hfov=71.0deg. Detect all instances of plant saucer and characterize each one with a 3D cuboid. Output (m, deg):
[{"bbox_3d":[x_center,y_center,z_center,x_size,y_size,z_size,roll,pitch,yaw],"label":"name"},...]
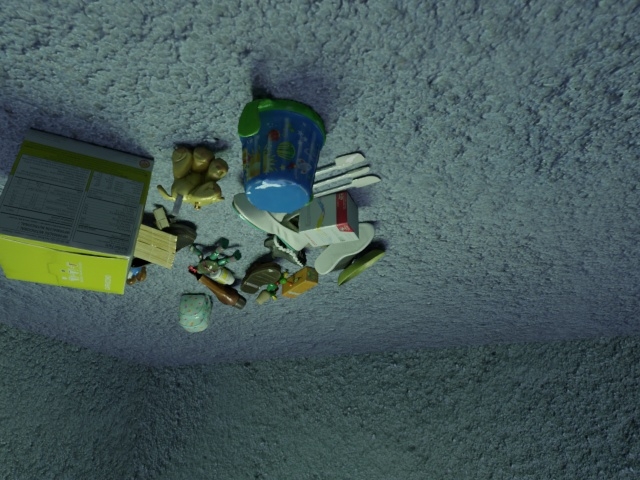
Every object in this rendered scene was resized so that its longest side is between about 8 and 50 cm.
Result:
[{"bbox_3d":[0.160,0.104,1.838,0.240,0.037,0.241,-34,169,-8],"label":"plant saucer"}]

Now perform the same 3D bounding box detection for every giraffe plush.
[{"bbox_3d":[-0.361,-0.160,1.338,0.181,0.210,0.170,32,178,5],"label":"giraffe plush"}]

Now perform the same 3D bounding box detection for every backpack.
[{"bbox_3d":[-0.664,0.380,2.361,0.165,0.189,0.144,0,153,4],"label":"backpack"}]

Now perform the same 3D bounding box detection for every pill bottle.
[{"bbox_3d":[-0.449,0.161,2.059,0.065,0.065,0.116,-12,149,25],"label":"pill bottle"}]

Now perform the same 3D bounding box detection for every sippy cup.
[{"bbox_3d":[-0.105,-0.201,1.163,0.305,0.224,0.240,18,148,-29],"label":"sippy cup"}]

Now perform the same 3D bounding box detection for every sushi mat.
[{"bbox_3d":[-0.679,-0.006,1.635,0.316,0.019,0.152,20,118,-4],"label":"sushi mat"}]

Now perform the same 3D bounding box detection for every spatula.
[{"bbox_3d":[0.046,-0.196,1.398,0.241,0.019,0.168,-12,155,27],"label":"spatula"}]

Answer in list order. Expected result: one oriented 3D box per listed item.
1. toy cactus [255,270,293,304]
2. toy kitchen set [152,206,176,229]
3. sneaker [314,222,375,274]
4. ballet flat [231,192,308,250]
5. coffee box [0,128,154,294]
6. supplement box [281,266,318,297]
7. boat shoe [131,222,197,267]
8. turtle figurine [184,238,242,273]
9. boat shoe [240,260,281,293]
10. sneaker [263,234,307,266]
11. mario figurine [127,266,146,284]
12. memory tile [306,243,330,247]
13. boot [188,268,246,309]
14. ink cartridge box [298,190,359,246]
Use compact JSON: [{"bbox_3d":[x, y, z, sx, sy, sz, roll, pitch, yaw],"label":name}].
[{"bbox_3d":[-0.223,0.230,2.072,0.112,0.180,0.219,42,149,2],"label":"toy cactus"},{"bbox_3d":[-0.568,-0.091,1.619,0.068,0.075,0.083,-26,-155,-28],"label":"toy kitchen set"},{"bbox_3d":[0.116,0.024,1.751,0.295,0.105,0.146,-41,164,28],"label":"sneaker"},{"bbox_3d":[-0.139,-0.083,1.530,0.139,0.139,0.400,-12,154,25],"label":"ballet flat"},{"bbox_3d":[-0.718,-0.062,1.337,0.337,0.335,0.337,13,151,-21],"label":"coffee box"},{"bbox_3d":[-0.098,0.200,2.109,0.080,0.078,0.233,15,150,-26],"label":"supplement box"},{"bbox_3d":[-0.621,0.036,1.748,0.355,0.131,0.132,-16,148,31],"label":"boat shoe"},{"bbox_3d":[-0.449,0.080,1.858,0.234,0.118,0.175,-23,144,29],"label":"turtle figurine"},{"bbox_3d":[-0.267,0.140,1.976,0.110,0.105,0.307,28,145,-27],"label":"boat shoe"},{"bbox_3d":[-0.144,0.042,1.807,0.106,0.078,0.234,-11,147,28],"label":"sneaker"},{"bbox_3d":[-0.928,0.147,1.927,0.320,0.170,0.198,21,113,-47],"label":"mario figurine"},{"bbox_3d":[0.000,0.000,1.784,0.147,0.012,0.113,4,153,-3],"label":"memory tile"},{"bbox_3d":[-0.517,0.223,2.133,0.280,0.096,0.264,38,172,-32],"label":"boot"},{"bbox_3d":[0.029,-0.069,1.520,0.176,0.128,0.128,-10,152,20],"label":"ink cartridge box"}]
